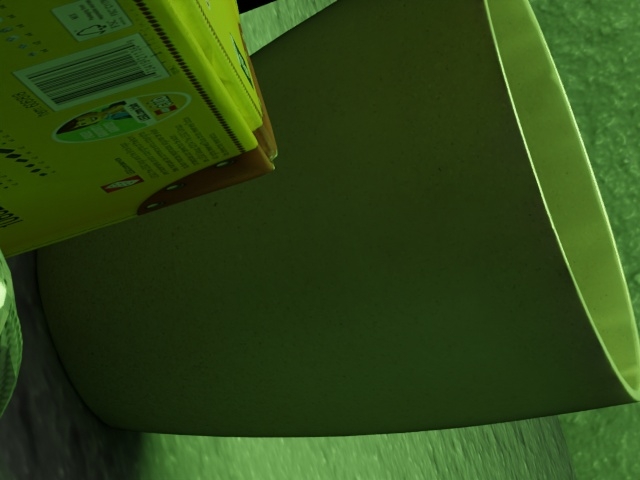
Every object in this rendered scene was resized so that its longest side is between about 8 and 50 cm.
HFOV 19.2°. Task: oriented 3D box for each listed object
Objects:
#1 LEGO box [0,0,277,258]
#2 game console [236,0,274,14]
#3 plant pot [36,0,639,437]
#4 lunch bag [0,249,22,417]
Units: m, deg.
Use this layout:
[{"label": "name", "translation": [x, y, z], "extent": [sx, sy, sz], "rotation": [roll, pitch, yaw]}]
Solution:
[{"label": "LEGO box", "translation": [-0.177, -0.206, 0.559], "extent": [0.500, 0.193, 0.372], "rotation": [60, 12, -81]}, {"label": "game console", "translation": [-0.080, -0.265, 0.998], "extent": [0.173, 0.293, 0.250], "rotation": [-92, 158, -50]}, {"label": "plant pot", "translation": [0.000, 0.000, 1.002], "extent": [0.256, 0.274, 0.256], "rotation": [-18, 90, -75]}, {"label": "lunch bag", "translation": [-0.171, 0.107, 0.244], "extent": [0.305, 0.256, 0.212], "rotation": [-91, 157, -50]}]
